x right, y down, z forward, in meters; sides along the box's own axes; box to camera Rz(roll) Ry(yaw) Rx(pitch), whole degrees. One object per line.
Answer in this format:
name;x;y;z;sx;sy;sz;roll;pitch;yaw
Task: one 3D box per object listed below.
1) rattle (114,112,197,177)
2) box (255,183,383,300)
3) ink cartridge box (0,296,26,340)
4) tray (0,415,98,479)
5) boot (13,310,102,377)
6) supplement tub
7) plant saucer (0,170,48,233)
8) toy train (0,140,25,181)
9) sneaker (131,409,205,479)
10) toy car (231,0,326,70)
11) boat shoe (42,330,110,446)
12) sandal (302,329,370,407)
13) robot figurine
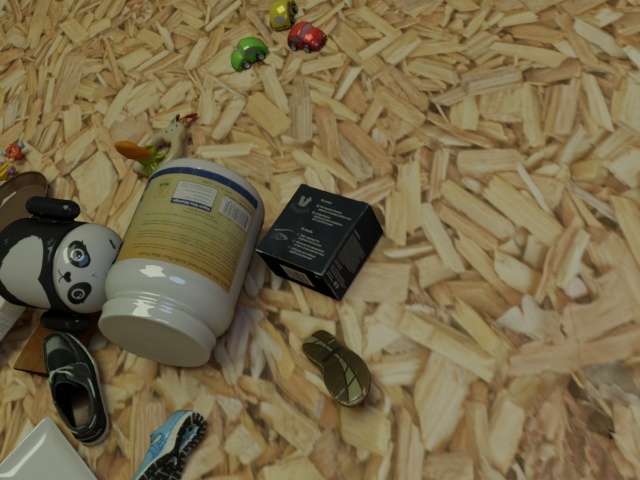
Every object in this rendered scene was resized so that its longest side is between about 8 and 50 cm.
rattle;-0.372;-0.249;1.597;0.130;0.142;0.200;8;64;52
box;0.000;0.000;1.251;0.156;0.093;0.158;20;67;36
ink cartridge box;-0.707;0.166;1.457;0.232;0.066;0.189;-51;42;-6
tray;-0.447;0.427;1.190;0.270;0.030;0.145;32;74;39
boot;-0.534;0.137;1.436;0.264;0.096;0.281;12;69;24
supplement tub;-0.241;0.039;1.248;0.228;0.228;0.316;-2;55;25
plant saucer;-0.733;-0.081;1.710;0.198;0.036;0.199;-13;52;17
toy train;-0.831;-0.183;1.831;0.166;0.046;0.125;-30;47;-2
sneaker;-0.254;0.346;1.149;0.073;0.063;0.162;7;53;50
toy car;-0.125;-0.491;1.709;0.225;0.053;0.239;-32;48;0
boat shoe;-0.443;0.250;1.260;0.084;0.079;0.233;-31;60;-4
sandal;0.029;0.204;1.119;0.072;0.049;0.180;-35;33;-10
robot figurine;-0.489;0.045;1.307;0.278;0.209;0.174;5;54;22
